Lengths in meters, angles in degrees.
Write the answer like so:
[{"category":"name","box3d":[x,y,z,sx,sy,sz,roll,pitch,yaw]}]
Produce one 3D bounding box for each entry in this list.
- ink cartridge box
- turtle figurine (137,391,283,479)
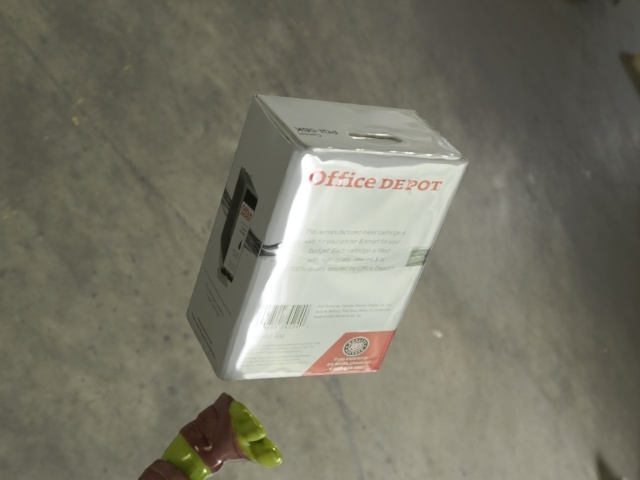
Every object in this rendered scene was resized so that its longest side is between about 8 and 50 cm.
[{"category":"ink cartridge box","box3d":[0.000,0.000,0.531,0.099,0.135,0.056,2,33,-31]},{"category":"turtle figurine","box3d":[-0.101,0.188,0.513,0.217,0.087,0.270,-30,85,-21]}]
